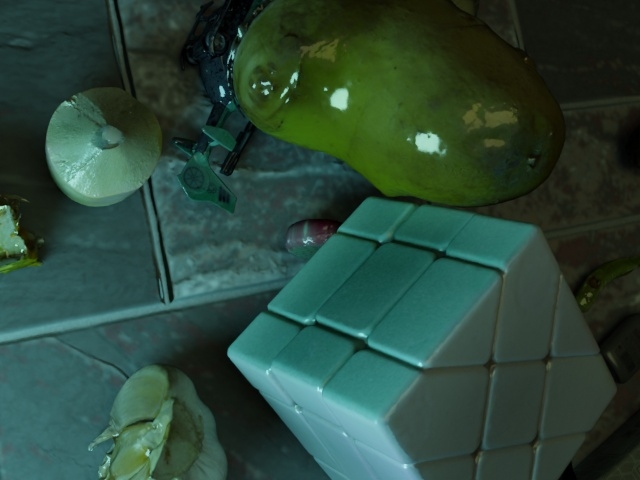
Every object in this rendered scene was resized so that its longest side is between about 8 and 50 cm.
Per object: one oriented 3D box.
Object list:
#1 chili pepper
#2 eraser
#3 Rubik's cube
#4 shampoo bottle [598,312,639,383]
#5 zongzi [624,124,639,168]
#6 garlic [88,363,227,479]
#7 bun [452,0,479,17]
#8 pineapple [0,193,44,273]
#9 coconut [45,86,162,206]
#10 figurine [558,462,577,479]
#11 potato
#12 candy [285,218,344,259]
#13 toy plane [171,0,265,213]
[{"bbox_3d":[0.494,0.063,1.472,0.208,0.043,0.049,-31,82,-24],"label":"chili pepper"},{"bbox_3d":[0.527,0.363,1.412,0.403,0.098,0.096,-32,92,-24],"label":"eraser"},{"bbox_3d":[0.135,0.169,1.115,0.322,0.315,0.319,-47,122,-22],"label":"Rubik's cube"},{"bbox_3d":[0.546,0.169,1.478,0.165,0.040,0.080,-39,97,-23],"label":"shampoo bottle"},{"bbox_3d":[0.644,-0.237,1.544,0.220,0.112,0.242,2,74,-22],"label":"zongzi"},{"bbox_3d":[-0.197,0.277,1.091,0.142,0.178,0.230,19,57,-37],"label":"garlic"},{"bbox_3d":[0.100,-0.348,1.273,0.259,0.259,0.152,-5,52,-23],"label":"bun"},{"bbox_3d":[-0.467,-0.007,1.060,0.236,0.114,0.186,25,74,-7],"label":"pineapple"},{"bbox_3d":[-0.285,-0.120,1.115,0.147,0.152,0.147,4,80,-20],"label":"coconut"},{"bbox_3d":[0.304,0.425,1.247,0.308,0.143,0.309,2,104,8],"label":"figurine"},{"bbox_3d":[0.116,-0.181,1.090,0.396,0.296,0.290,12,115,-29],"label":"potato"},{"bbox_3d":[0.000,0.000,1.242,0.103,0.103,0.043,8,74,-21],"label":"candy"},{"bbox_3d":[-0.123,-0.230,1.231,0.155,0.106,0.382,31,66,-28],"label":"toy plane"}]
